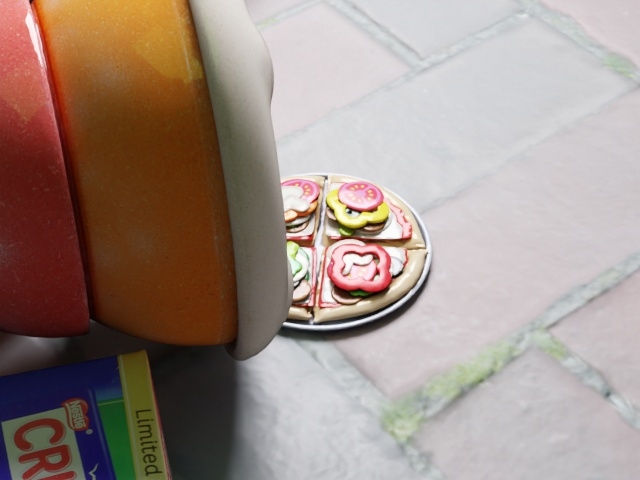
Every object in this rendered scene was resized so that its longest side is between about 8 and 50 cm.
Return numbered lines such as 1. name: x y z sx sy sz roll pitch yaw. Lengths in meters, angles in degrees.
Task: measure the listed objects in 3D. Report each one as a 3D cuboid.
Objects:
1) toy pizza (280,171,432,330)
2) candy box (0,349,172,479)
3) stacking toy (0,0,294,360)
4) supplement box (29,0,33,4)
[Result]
1. toy pizza: 0.000 0.000 1.234 0.201 0.032 0.201 0 45 0
2. candy box: -0.250 0.234 0.938 0.317 0.122 0.268 -9 44 -10
3. stacking toy: -0.280 -0.046 1.037 0.479 0.351 0.351 -10 45 -10
4. supplement box: -0.232 -0.323 1.405 0.195 0.194 0.356 -6 36 36
